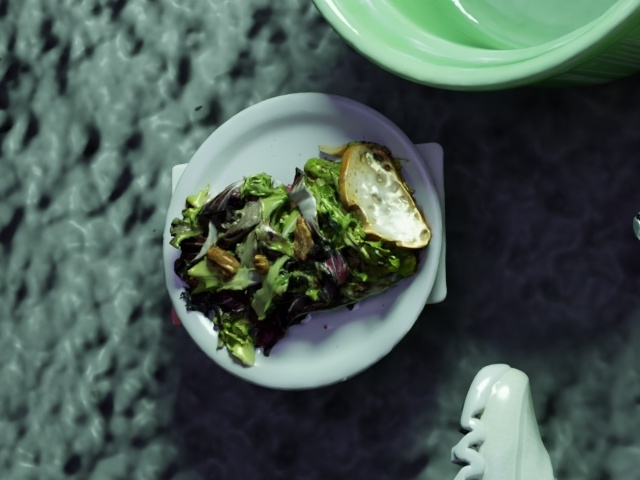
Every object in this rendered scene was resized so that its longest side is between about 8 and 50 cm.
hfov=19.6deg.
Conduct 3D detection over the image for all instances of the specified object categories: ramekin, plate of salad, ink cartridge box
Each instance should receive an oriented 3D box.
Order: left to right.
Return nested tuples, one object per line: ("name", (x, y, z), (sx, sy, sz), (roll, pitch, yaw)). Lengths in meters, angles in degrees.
("plate of salad", (-0.018, -0.002, 1.215), (0.200, 0.048, 0.199), (-3, 81, 21))
("ink cartridge box", (0.000, 0.000, 1.271), (0.198, 0.067, 0.115), (-4, 79, 22))
("ramekin", (0.137, -0.239, 1.189), (0.303, 0.148, 0.303), (-2, 86, 33))

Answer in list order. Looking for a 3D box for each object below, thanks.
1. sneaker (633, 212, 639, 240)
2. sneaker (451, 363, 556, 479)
("sneaker", (0.294, 0.010, 0.967), (0.268, 0.101, 0.153), (34, 94, 29))
("sneaker", (0.148, 0.219, 1.163), (0.118, 0.110, 0.292), (-9, 85, 11))
